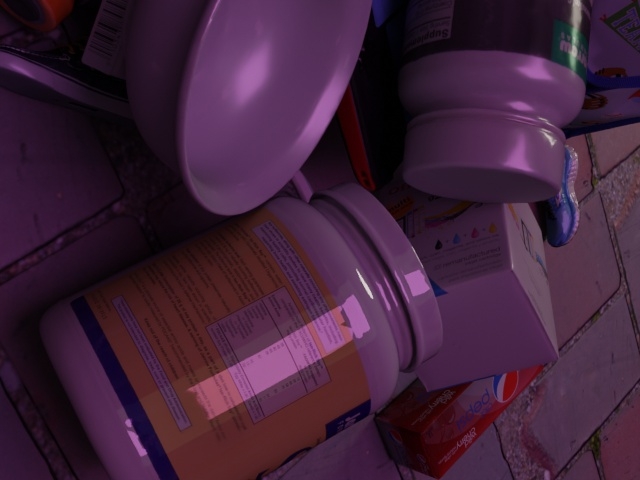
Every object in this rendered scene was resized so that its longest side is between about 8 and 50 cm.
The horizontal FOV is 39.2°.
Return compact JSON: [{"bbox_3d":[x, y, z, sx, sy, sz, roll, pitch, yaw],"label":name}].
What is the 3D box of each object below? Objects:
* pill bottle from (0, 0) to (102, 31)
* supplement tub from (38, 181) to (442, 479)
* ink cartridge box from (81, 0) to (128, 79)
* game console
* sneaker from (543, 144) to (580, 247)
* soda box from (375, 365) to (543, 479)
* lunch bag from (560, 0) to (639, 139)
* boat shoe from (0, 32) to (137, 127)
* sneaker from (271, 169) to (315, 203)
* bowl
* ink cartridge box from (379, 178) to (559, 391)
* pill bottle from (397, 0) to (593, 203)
[{"bbox_3d":[-0.210,-0.309,0.845,0.130,0.130,0.245,49,63,-32],"label":"pill bottle"},{"bbox_3d":[-0.074,0.102,0.879,0.331,0.241,0.241,-27,112,-15],"label":"supplement tub"},{"bbox_3d":[-0.119,-0.255,0.882,0.223,0.045,0.224,-67,161,10],"label":"ink cartridge box"},{"bbox_3d":[0.093,-0.292,1.065,0.386,0.060,0.341,-51,130,-48],"label":"game console"},{"bbox_3d":[0.361,-0.069,1.416,0.073,0.063,0.162,-5,93,-22],"label":"sneaker"},{"bbox_3d":[0.203,0.216,1.274,0.263,0.092,0.083,-36,117,-32],"label":"soda box"},{"bbox_3d":[0.385,-0.323,1.157,0.239,0.385,0.327,3,87,-31],"label":"lunch bag"},{"bbox_3d":[-0.241,-0.174,0.880,0.183,0.065,0.083,17,80,-49],"label":"boat shoe"},{"bbox_3d":[0.000,0.001,1.098,0.255,0.094,0.151,65,29,-6],"label":"sneaker"},{"bbox_3d":[-0.080,-0.182,0.799,0.298,0.134,0.297,-51,158,-30],"label":"bowl"},{"bbox_3d":[0.178,0.033,1.119,0.168,0.171,0.232,55,26,-34],"label":"ink cartridge box"},{"bbox_3d":[0.194,-0.234,0.995,0.204,0.204,0.360,14,78,-40],"label":"pill bottle"}]
